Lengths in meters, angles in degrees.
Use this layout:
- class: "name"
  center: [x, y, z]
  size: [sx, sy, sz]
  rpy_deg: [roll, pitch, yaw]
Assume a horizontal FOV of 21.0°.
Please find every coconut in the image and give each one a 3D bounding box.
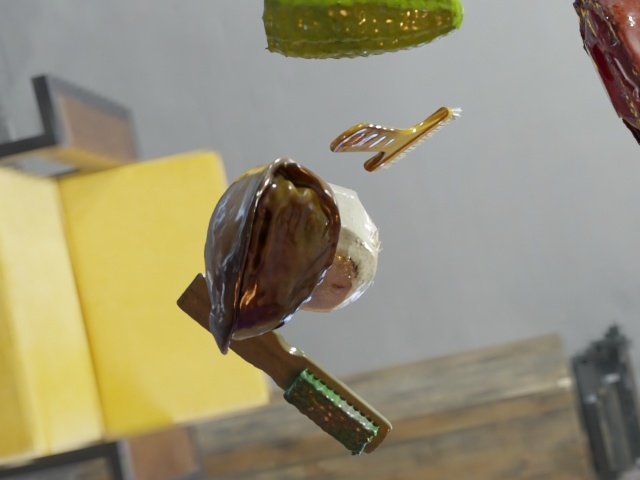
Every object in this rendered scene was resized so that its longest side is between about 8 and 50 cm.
- class: "coconut"
  center: [0.000, 0.000, 2.312]
  size: [0.183, 0.170, 0.171]
  rpy_deg: [-84, 161, -52]

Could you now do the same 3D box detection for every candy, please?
- class: "candy"
  center: [0.043, -0.232, 1.764]
  size: [0.097, 0.209, 0.097]
  rpy_deg: [2, 90, -75]

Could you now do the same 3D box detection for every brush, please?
- class: "brush"
  center: [-0.044, 0.144, 1.949]
  size: [0.282, 0.054, 0.048]
  rpy_deg: [39, 24, 1]
- class: "brush"
  center: [0.063, -0.097, 1.631]
  size: [0.013, 0.103, 0.272]
  rpy_deg: [56, 17, 8]

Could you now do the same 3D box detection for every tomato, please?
- class: "tomato"
  center: [0.296, -0.153, 1.482]
  size: [0.173, 0.099, 0.189]
  rpy_deg: [63, -1, -12]

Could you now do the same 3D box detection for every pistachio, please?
- class: "pistachio"
  center: [-0.055, 0.017, 1.726]
  size: [0.210, 0.130, 0.165]
  rpy_deg: [-66, 162, -14]
